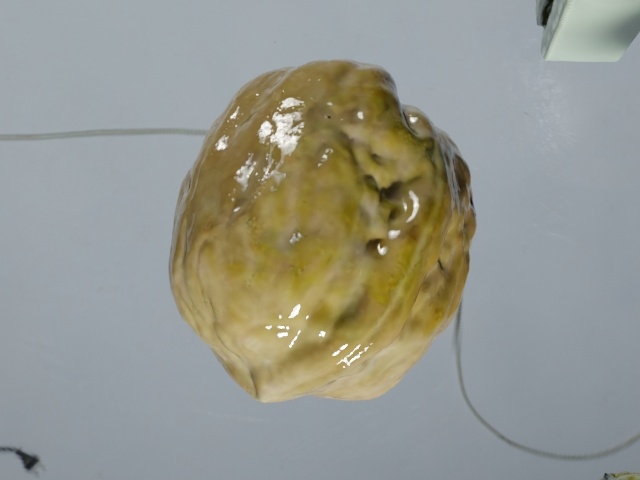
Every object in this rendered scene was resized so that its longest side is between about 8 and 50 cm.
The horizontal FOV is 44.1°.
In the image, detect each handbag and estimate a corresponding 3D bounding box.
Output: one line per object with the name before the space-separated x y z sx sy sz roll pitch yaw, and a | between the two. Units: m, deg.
handbag | 0.207 -0.257 0.585 0.079 0.256 0.219 3 90 12

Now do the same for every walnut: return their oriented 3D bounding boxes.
walnut | 0.003 0.000 0.800 0.306 0.306 0.344 23 73 -9

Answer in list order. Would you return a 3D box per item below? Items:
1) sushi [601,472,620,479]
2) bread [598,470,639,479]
sushi | 0.337 0.395 0.816 0.139 0.184 0.274 18 72 11
bread | 0.365 0.426 1.059 0.130 0.152 0.268 38 97 -3
